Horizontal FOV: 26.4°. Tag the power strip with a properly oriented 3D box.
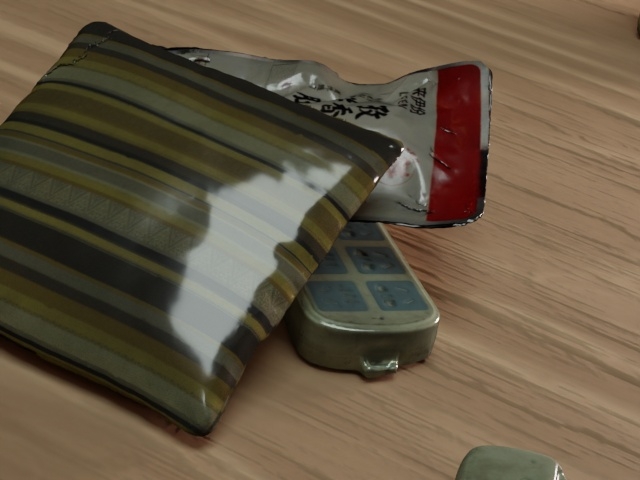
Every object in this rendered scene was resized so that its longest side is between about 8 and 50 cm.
[{"bbox_3d":[0.000,0.000,0.797,0.080,0.029,0.227,-2,33,-20],"label":"power strip"}]

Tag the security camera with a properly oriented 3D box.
[{"bbox_3d":[0.108,0.121,0.631,0.092,0.058,0.058,8,29,18],"label":"security camera"}]

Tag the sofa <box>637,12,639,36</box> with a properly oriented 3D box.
[{"bbox_3d":[0.408,-0.265,1.147,0.200,0.258,0.182,-5,21,-26],"label":"sofa"}]

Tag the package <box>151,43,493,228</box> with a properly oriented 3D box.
[{"bbox_3d":[-0.019,-0.060,0.813,0.239,0.030,0.154,4,47,8],"label":"package"}]

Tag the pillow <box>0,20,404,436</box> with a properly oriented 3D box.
[{"bbox_3d":[-0.094,-0.016,0.728,0.208,0.052,0.212,24,56,17],"label":"pillow"}]
